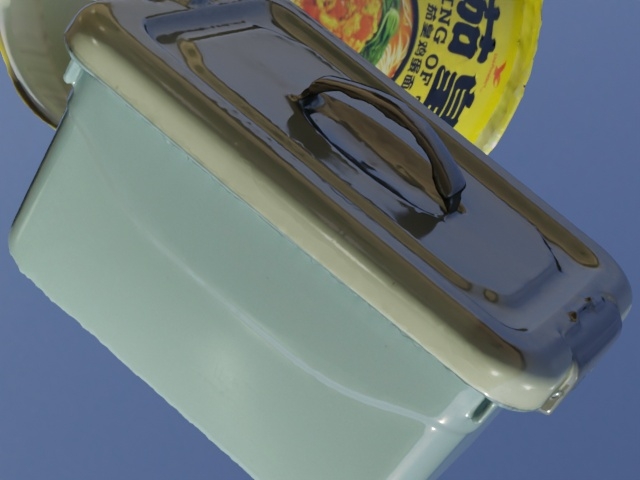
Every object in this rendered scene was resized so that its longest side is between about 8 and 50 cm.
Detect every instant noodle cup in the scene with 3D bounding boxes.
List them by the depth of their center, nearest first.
[{"bbox_3d":[-0.050,-0.172,1.075,0.325,0.254,0.326,-3,-95,38],"label":"instant noodle cup"}]

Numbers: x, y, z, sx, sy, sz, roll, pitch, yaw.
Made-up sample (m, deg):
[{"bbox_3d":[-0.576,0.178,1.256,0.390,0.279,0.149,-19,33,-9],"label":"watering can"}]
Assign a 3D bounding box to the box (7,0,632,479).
[{"bbox_3d":[0.000,0.000,0.627,0.227,0.162,0.130,39,-66,12],"label":"box"}]
